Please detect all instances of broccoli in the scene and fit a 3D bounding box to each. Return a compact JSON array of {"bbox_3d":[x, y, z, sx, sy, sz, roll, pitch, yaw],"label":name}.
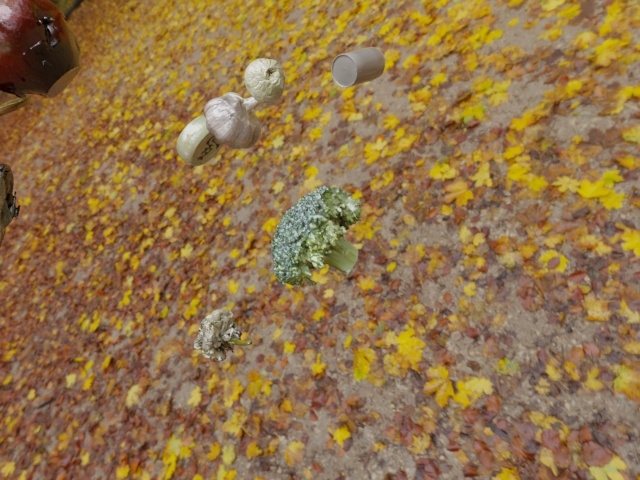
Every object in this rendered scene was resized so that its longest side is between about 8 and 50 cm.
[{"bbox_3d":[-0.011,-0.023,1.441,0.277,0.317,0.338,-47,47,35],"label":"broccoli"}]

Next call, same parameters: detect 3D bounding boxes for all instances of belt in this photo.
[{"bbox_3d":[-1.045,-0.112,1.356,0.184,0.164,0.289,-41,50,54],"label":"belt"}]

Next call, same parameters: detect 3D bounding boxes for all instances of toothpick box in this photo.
[{"bbox_3d":[0.131,-0.591,1.470,0.111,0.111,0.180,5,29,40],"label":"toothpick box"}]

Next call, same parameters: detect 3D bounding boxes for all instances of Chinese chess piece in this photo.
[{"bbox_3d":[-0.547,-0.461,1.993,0.101,0.250,0.250,42,87,5],"label":"Chinese chess piece"}]

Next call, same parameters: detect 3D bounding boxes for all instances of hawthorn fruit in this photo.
[{"bbox_3d":[-0.825,-0.534,1.187,0.316,0.316,0.316,-21,48,25],"label":"hawthorn fruit"}]

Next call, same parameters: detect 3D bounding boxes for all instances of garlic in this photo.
[{"bbox_3d":[-0.279,-0.442,1.502,0.212,0.218,0.218,-32,42,34],"label":"garlic"}]

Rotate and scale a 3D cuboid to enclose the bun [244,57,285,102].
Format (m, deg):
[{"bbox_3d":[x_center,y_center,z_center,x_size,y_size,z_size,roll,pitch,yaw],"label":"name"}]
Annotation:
[{"bbox_3d":[-0.144,-0.426,1.144,0.115,0.115,0.069,-52,19,-7],"label":"bun"}]

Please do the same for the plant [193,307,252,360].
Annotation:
[{"bbox_3d":[-0.188,0.197,0.875,0.122,0.116,0.104,13,59,13],"label":"plant"}]

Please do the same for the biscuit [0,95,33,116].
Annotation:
[{"bbox_3d":[-0.973,-0.382,1.291,0.203,0.041,0.260,-13,32,25],"label":"biscuit"}]
